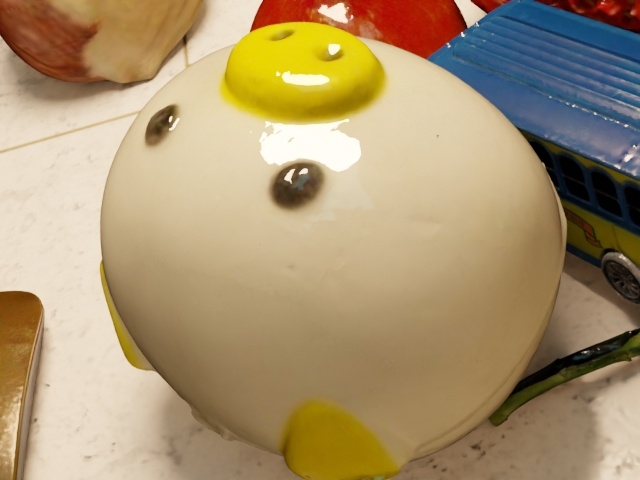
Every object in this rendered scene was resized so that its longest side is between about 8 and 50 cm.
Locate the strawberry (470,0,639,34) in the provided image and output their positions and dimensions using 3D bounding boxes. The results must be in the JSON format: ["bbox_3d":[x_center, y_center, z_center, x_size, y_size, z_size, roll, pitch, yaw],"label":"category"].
[{"bbox_3d":[0.287,-0.306,1.180,0.343,0.292,0.292,23,60,9],"label":"strawberry"}]

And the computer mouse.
[{"bbox_3d":[-0.328,0.163,1.108,0.158,0.072,0.310,-9,49,9],"label":"computer mouse"}]

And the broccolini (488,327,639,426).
[{"bbox_3d":[0.241,0.091,0.994,0.239,0.051,0.054,-25,93,0],"label":"broccolini"}]

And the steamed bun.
[{"bbox_3d":[0.003,0.004,0.969,0.374,0.334,0.334,24,62,39],"label":"steamed bun"}]

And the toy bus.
[{"bbox_3d":[0.226,-0.078,1.033,0.138,0.175,0.288,-38,39,-17],"label":"toy bus"}]

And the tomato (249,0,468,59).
[{"bbox_3d":[0.029,-0.209,1.249,0.233,0.139,0.200,-11,56,10],"label":"tomato"}]

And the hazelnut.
[{"bbox_3d":[-0.251,-0.286,1.379,0.261,0.261,0.241,-30,81,-6],"label":"hazelnut"}]
